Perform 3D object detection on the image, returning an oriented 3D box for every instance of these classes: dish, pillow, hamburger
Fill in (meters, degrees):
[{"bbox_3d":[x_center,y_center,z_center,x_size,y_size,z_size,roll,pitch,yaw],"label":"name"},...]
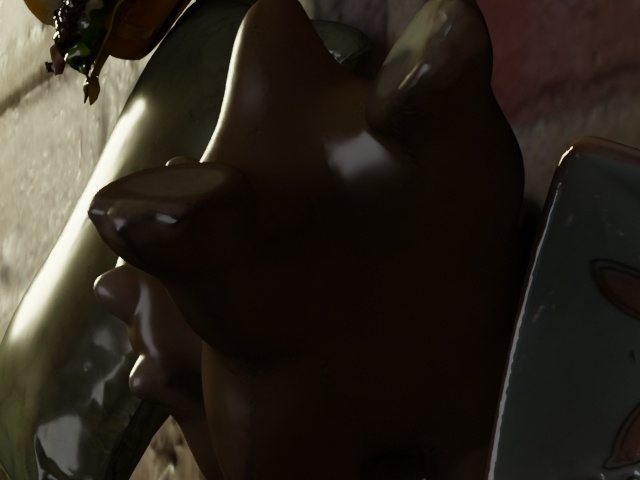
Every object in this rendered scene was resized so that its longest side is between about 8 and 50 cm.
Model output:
[{"bbox_3d":[0.144,0.064,0.541,0.234,0.064,0.154,30,110,61],"label":"dish"},{"bbox_3d":[-0.086,-0.001,0.918,0.302,0.075,0.185,-60,30,1],"label":"pillow"},{"bbox_3d":[-0.099,-0.172,0.962,0.189,0.093,0.164,-49,7,43],"label":"hamburger"}]

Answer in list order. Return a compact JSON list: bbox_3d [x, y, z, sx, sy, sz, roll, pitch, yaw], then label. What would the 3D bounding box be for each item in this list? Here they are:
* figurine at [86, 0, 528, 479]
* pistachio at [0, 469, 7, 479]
[{"bbox_3d":[-0.003,0.005,0.698,0.247,0.177,0.173,61,180,-41],"label":"figurine"},{"bbox_3d":[-0.149,0.255,0.926,0.226,0.208,0.332,-34,54,5],"label":"pistachio"}]
